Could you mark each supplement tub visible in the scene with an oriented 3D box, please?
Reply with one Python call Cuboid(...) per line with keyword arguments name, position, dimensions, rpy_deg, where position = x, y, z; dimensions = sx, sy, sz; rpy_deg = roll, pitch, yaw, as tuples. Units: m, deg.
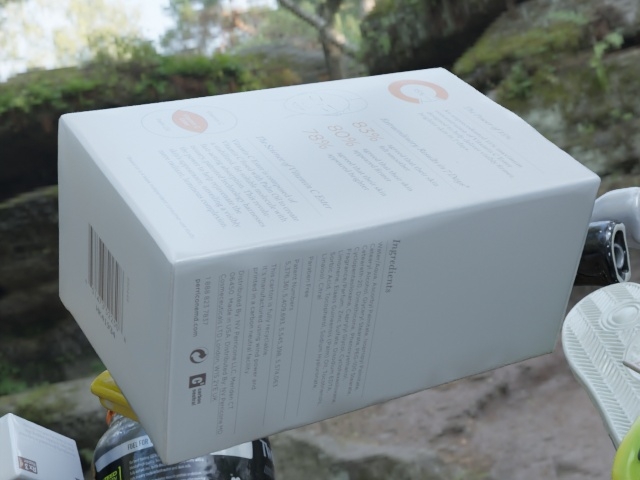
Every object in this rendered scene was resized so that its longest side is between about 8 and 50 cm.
Cuboid(name="supplement tub", position=(-0.142, 0.322, 1.255), dimensions=(0.207, 0.338, 0.207), rpy_deg=(-8, -31, -5))

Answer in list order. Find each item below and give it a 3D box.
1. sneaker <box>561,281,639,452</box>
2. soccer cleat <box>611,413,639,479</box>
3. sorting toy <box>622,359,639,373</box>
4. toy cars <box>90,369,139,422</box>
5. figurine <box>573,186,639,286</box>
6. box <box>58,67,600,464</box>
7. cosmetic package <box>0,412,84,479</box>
Cuboid(name="sneaker", position=(0.379, 0.188, 1.339), dimensions=(0.131, 0.148, 0.350), rpy_deg=(-25, 27, 16))
Cuboid(name="soccer cleat", position=(0.320, 0.146, 0.987), dimensions=(0.289, 0.093, 0.121), rpy_deg=(-42, -3, -39))
Cuboid(name="sorting toy", position=(0.248, 0.094, 0.758), dimensions=(0.062, 0.012, 0.083), rpy_deg=(-3, 15, -21))
Cuboid(name="toy cars", position=(-0.112, 0.055, 1.057), dimensions=(0.176, 0.087, 0.394), rpy_deg=(-7, 32, -4))
Cuboid(name="figurine", position=(0.349, -0.003, 1.633), dimensions=(0.209, 0.092, 0.215), rpy_deg=(-5, 20, 34))
Cuboid(name="box", position=(0.000, 0.000, 0.874), dimensions=(0.345, 0.215, 0.168), rpy_deg=(-11, -54, -28))
Cuboid(name="cosmetic package", position=(-0.385, 0.288, 1.262), dimensions=(0.231, 0.085, 0.117), rpy_deg=(-31, -36, 13))
